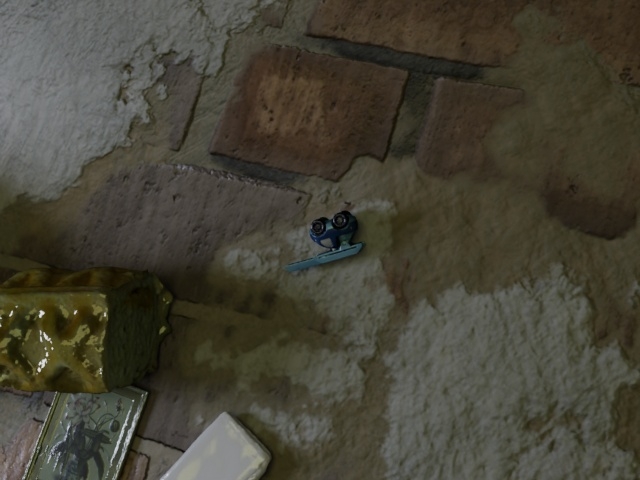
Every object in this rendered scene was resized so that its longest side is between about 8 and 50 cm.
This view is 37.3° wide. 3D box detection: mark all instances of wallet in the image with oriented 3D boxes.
[{"bbox_3d":[-0.172,0.379,1.534,0.124,0.032,0.183,42,92,20],"label":"wallet"}]

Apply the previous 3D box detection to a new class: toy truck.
[{"bbox_3d":[0.000,0.000,1.563,0.136,0.063,0.074,-15,93,15],"label":"toy truck"}]

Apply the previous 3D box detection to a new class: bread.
[{"bbox_3d":[-0.407,0.148,1.569,0.252,0.238,0.195,5,110,20],"label":"bread"}]

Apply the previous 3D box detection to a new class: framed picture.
[{"bbox_3d":[-0.402,0.339,1.616,0.173,0.010,0.231,16,82,18],"label":"framed picture"}]
